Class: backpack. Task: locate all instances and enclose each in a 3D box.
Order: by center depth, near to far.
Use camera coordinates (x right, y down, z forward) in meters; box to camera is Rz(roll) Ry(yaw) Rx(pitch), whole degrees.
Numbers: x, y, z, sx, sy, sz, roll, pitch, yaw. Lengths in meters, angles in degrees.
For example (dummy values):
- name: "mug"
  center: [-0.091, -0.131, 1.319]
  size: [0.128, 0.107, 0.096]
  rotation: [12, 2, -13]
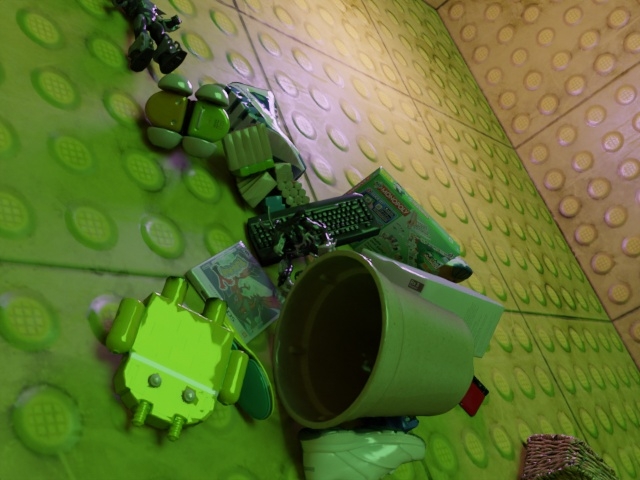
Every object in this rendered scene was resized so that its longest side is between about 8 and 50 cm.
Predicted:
- name: "backpack"
  center: [0.139, 0.364, 1.585]
  size: [0.101, 0.098, 0.120]
  rotation: [3, 57, -48]

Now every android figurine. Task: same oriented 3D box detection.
- name: "android figurine"
  center: [-0.238, 0.195, 1.218]
  size: [0.248, 0.056, 0.272]
  rotation: [32, 46, -22]

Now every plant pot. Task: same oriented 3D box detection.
- name: "plant pot"
  center: [0.125, 0.214, 1.442]
  size: [0.306, 0.334, 0.333]
  rotation: [17, 45, -35]

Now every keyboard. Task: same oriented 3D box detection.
- name: "keyboard"
  center: [0.000, 0.000, 1.685]
  size: [0.317, 0.033, 0.201]
  rotation: [-16, 70, -26]

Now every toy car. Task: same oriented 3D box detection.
- name: "toy car"
  center: [-0.289, -0.265, 1.602]
  size: [0.182, 0.159, 0.136]
  rotation: [14, -4, -9]

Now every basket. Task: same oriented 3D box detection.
- name: "basket"
  center: [0.705, 0.656, 1.965]
  size: [0.299, 0.213, 0.223]
  rotation: [51, 30, -4]

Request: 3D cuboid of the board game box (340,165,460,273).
- name: "board game box"
  center: [0.186, -0.022, 1.942]
  size: [0.317, 0.214, 0.046]
  rotation: [44, 31, -18]

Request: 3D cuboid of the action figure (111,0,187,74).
- name: "action figure"
  center: [-0.407, -0.514, 1.736]
  size: [0.185, 0.099, 0.285]
  rotation: [9, 47, -40]

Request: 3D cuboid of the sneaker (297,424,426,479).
- name: "sneaker"
  center: [0.081, 0.424, 1.426]
  size: [0.297, 0.111, 0.129]
  rotation: [8, 78, -32]

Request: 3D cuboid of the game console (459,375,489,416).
- name: "game console"
  center: [0.377, 0.384, 1.989]
  size: [0.144, 0.085, 0.124]
  rotation: [47, -1, -12]

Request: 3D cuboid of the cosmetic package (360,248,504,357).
- name: "cosmetic package"
  center: [0.258, 0.160, 1.812]
  size: [0.385, 0.156, 0.217]
  rotation: [19, 5, -45]

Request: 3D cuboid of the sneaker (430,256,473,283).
- name: "sneaker"
  center: [0.350, 0.047, 2.207]
  size: [0.296, 0.112, 0.130]
  rotation: [21, 42, -45]

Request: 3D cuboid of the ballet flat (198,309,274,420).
- name: "ballet flat"
  center: [-0.148, 0.222, 1.358]
  size: [0.231, 0.077, 0.077]
  rotation: [55, 13, 7]

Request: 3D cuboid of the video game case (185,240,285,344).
- name: "video game case"
  center: [-0.163, 0.104, 1.503]
  size: [0.183, 0.023, 0.201]
  rotation: [54, 29, 0]

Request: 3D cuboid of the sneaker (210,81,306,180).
- name: "sneaker"
  center: [-0.141, -0.290, 1.845]
  size: [0.315, 0.127, 0.182]
  rotation: [48, 32, -7]

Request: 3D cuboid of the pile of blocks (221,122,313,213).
- name: "pile of blocks"
  center: [-0.121, -0.121, 1.748]
  size: [0.362, 0.149, 0.113]
  rotation: [52, -15, -22]

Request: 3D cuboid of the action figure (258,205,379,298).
- name: "action figure"
  center: [-0.017, 0.041, 1.544]
  size: [0.276, 0.164, 0.141]
  rotation: [31, 37, -10]
